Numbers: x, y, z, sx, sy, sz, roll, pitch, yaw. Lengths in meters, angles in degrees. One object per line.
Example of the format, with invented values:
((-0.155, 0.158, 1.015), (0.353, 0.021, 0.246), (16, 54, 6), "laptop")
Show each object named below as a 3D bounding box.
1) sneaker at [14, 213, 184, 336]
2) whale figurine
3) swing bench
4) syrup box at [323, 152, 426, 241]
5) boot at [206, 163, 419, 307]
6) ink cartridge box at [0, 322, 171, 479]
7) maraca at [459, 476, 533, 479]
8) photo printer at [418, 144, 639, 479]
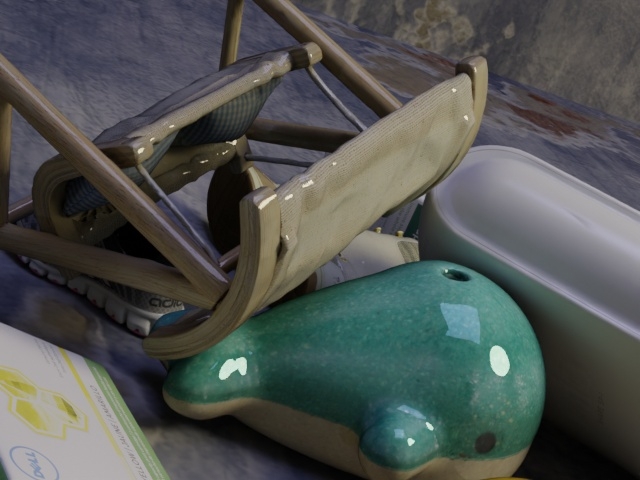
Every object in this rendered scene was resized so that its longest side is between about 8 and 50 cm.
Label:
((-0.163, 0.004, 0.965), (0.170, 0.074, 0.063), (30, 20, 23), "sneaker")
((0.026, 0.076, 0.871), (0.272, 0.141, 0.216), (11, 21, -18), "whale figurine")
((-0.063, -0.058, 0.866), (0.255, 0.165, 0.253), (30, 40, 24), "swing bench")
((0.102, -0.005, 1.260), (0.237, 0.093, 0.096), (34, 22, 32), "syrup box")
((0.000, 0.000, 1.161), (0.165, 0.077, 0.213), (8, 28, -35), "boot")
((-0.188, 0.090, 0.641), (0.235, 0.056, 0.171), (30, 10, -39), "ink cartridge box")
((0.133, 0.202, 0.720), (0.186, 0.099, 0.127), (41, 20, -26), "maraca")
((0.209, 0.067, 0.981), (0.307, 0.107, 0.256), (32, -21, 27), "photo printer")
